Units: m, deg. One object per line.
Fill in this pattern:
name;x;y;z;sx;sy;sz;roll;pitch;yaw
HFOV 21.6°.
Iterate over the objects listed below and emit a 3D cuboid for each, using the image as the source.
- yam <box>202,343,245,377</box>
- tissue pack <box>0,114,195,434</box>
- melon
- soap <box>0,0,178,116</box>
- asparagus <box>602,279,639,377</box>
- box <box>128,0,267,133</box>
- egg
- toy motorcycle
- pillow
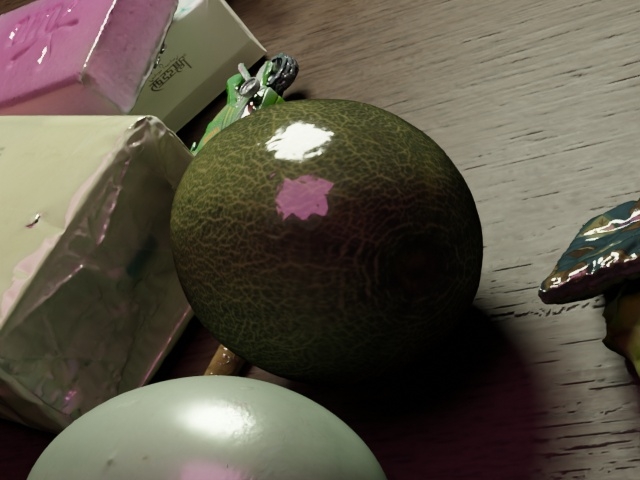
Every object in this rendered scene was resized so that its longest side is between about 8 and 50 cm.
yam;-0.083;0.109;1.553;0.032;0.032;0.145;-1;50;45
tissue pack;-0.300;0.030;1.704;0.380;0.207;0.297;4;55;48
melon;0.000;0.000;1.403;0.237;0.237;0.302;-51;28;-14
soap;-0.289;-0.200;1.870;0.259;0.081;0.181;-10;48;43
asparagus;0.282;0.092;1.153;0.343;0.085;0.082;39;106;55
box;-0.207;-0.240;2.003;0.203;0.116;0.274;-40;33;4
egg;-0.096;0.216;1.259;0.371;0.230;0.230;-5;47;50
toy motorcycle;-0.084;-0.120;1.792;0.106;0.074;0.190;-20;38;44
pillow;0.289;-0.024;1.256;0.256;0.034;0.189;-24;10;26
